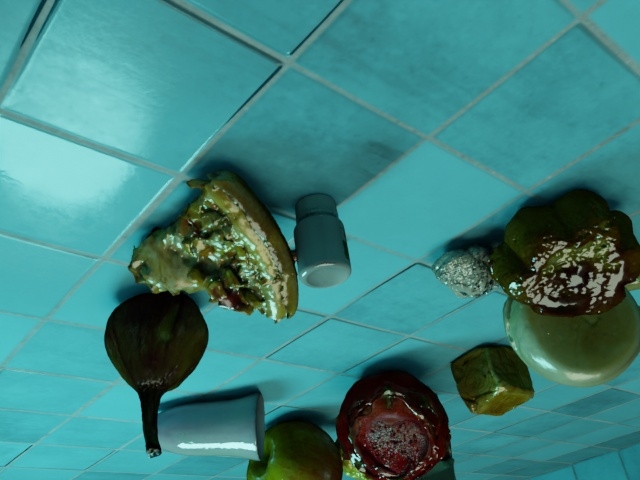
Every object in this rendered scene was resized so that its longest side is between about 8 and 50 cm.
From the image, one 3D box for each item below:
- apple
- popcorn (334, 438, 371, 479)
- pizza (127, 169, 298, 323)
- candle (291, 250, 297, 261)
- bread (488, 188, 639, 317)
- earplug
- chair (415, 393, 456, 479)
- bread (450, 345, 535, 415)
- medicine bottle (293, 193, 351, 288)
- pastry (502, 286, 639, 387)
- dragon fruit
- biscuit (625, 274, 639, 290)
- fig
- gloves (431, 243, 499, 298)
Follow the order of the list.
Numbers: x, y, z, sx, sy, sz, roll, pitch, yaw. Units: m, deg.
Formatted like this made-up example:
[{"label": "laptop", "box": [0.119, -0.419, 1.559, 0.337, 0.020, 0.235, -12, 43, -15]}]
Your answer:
[{"label": "apple", "box": [-0.083, 0.663, 1.876, 0.301, 0.302, 0.302, -6, 148, -4]}, {"label": "popcorn", "box": [0.150, 0.647, 2.015, 0.200, 0.226, 0.203, 38, 176, -10]}, {"label": "pizza", "box": [-0.171, 0.003, 0.945, 0.287, 0.074, 0.252, 9, 127, 8]}, {"label": "candle", "box": [-0.038, 0.027, 1.104, 0.167, 0.021, 0.026, -12, 149, 6]}, {"label": "bread", "box": [0.420, 0.026, 1.093, 0.246, 0.135, 0.232, 2, 121, -4]}, {"label": "earplug", "box": [-0.304, 0.487, 1.657, 0.300, 0.173, 0.172, -2, 148, 2]}, {"label": "chair", "box": [0.289, 0.592, 1.782, 0.160, 0.186, 0.319, -17, -170, 12]}, {"label": "bread", "box": [0.444, 0.357, 1.639, 0.143, 0.149, 0.158, 8, 138, -28]}, {"label": "medicine bottle", "box": [0.000, 0.000, 0.968, 0.080, 0.131, 0.080, -5, 148, -3]}, {"label": "pastry", "box": [0.488, 0.158, 1.232, 0.264, 0.265, 0.133, -12, 159, 5]}, {"label": "dragon fruit", "box": [0.188, 0.482, 1.635, 0.295, 0.296, 0.302, -16, 156, 11]}, {"label": "biscuit", "box": [0.705, 0.077, 1.345, 0.207, 0.047, 0.164, 7, 144, -23]}, {"label": "fig", "box": [-0.269, 0.212, 1.119, 0.190, 0.290, 0.191, -17, 132, -20]}, {"label": "gloves", "box": [0.278, 0.057, 1.183, 0.114, 0.071, 0.153, -26, 142, 25]}]
